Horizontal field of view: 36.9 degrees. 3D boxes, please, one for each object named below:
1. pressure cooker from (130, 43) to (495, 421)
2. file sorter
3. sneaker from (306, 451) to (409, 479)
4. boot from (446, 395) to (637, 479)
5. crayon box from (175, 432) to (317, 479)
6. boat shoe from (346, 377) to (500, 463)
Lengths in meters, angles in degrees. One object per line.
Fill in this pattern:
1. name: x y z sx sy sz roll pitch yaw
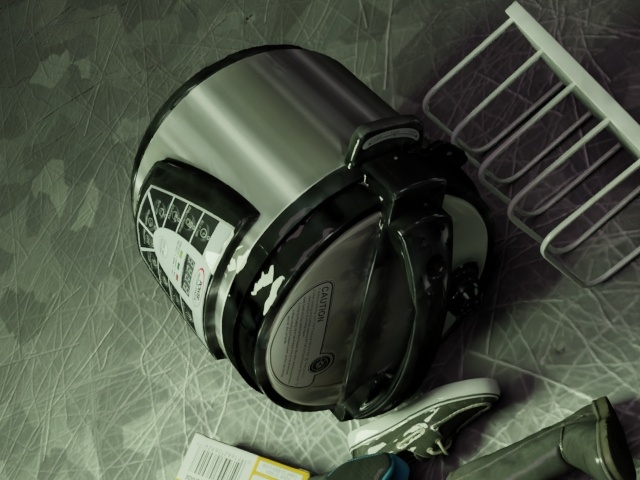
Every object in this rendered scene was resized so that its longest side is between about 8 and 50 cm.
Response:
1. pressure cooker: 0.005 -0.003 1.176 0.375 0.370 0.420 -45 54 4
2. file sorter: 0.282 -0.104 1.148 0.173 0.193 0.277 -43 53 14
3. sneaker: 0.084 0.407 1.087 0.140 0.125 0.341 -33 64 21
4. boot: 0.233 0.255 1.052 0.208 0.189 0.076 -25 88 15
5. crayon box: -0.135 0.434 1.239 0.203 0.083 0.323 10 67 36
6. boat shoe: 0.132 0.237 1.180 0.219 0.078 0.070 -33 55 28
